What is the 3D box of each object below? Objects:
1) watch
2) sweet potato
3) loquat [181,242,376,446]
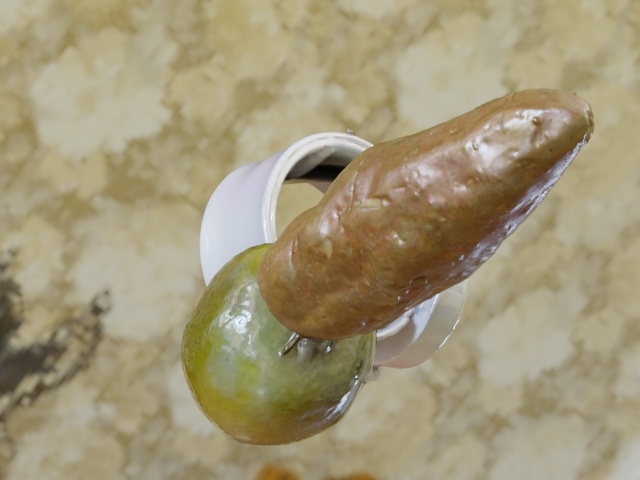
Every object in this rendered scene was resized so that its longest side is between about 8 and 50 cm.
[{"bbox_3d":[0.000,0.000,1.756,0.231,0.244,0.196,20,-28,-31],"label":"watch"},{"bbox_3d":[0.063,-0.021,1.103,0.097,0.252,0.097,28,44,-31],"label":"sweet potato"},{"bbox_3d":[-0.031,0.080,1.400,0.152,0.152,0.195,37,-17,-1],"label":"loquat"}]
